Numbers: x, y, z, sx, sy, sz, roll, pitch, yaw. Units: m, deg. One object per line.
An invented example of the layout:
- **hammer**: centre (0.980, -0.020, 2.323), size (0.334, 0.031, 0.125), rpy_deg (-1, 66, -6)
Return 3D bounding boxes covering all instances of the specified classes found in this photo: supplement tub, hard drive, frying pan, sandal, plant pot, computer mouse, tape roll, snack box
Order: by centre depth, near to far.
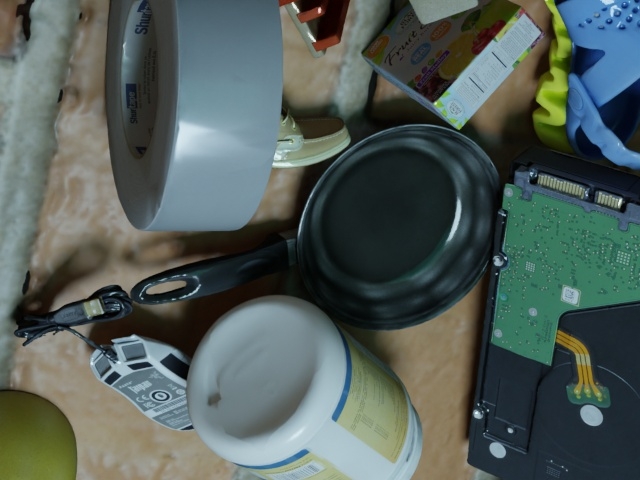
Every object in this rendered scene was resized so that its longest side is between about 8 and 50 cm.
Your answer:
- **tape roll**: centre (-0.096, -0.115, 0.880), size (0.072, 0.219, 0.219), rpy_deg (-2, 114, -21)
- **snack box**: centre (0.102, -0.156, 0.988), size (0.100, 0.141, 0.037), rpy_deg (-47, 122, 3)
- **sandal**: centre (0.248, -0.180, 1.011), size (0.126, 0.138, 0.317), rpy_deg (-28, 133, -11)
- **plant pot**: centre (-0.262, 0.207, 1.032), size (0.134, 0.095, 0.134), rpy_deg (-9, 117, -19)
- **computer mouse**: centre (-0.157, 0.101, 1.051), size (0.106, 0.042, 0.193), rpy_deg (-24, 133, 25)
- **supplement tub**: centre (-0.007, 0.146, 1.060), size (0.144, 0.144, 0.200), rpy_deg (-44, 141, 2)
- **frying pan**: centre (0.014, 0.021, 1.087), size (0.326, 0.053, 0.197), rpy_deg (-31, 121, -4)
- **hard drive**: centre (0.262, 0.102, 1.110), size (0.064, 0.237, 0.338), rpy_deg (-38, 138, -46)

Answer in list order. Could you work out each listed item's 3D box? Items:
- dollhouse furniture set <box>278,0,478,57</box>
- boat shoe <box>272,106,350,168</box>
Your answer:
- **dollhouse furniture set**: centre (0.082, -0.244, 0.895), size (0.259, 0.262, 0.135), rpy_deg (-16, 127, 24)
- **boat shoe**: centre (-0.040, -0.086, 1.016), size (0.135, 0.050, 0.045), rpy_deg (-12, 122, -17)
